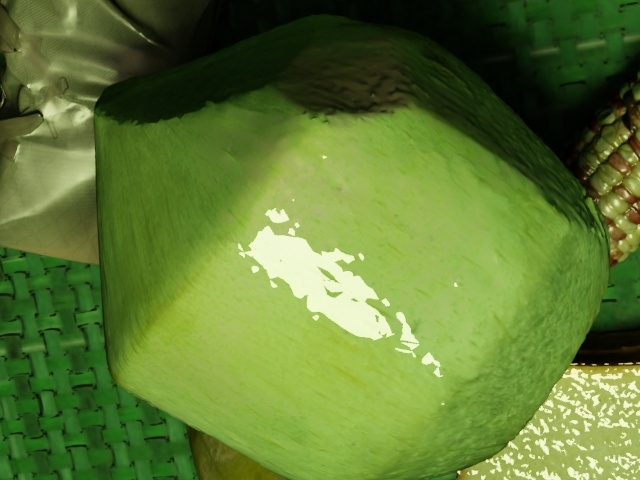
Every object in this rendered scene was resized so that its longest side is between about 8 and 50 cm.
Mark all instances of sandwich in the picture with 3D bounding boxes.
[{"bbox_3d":[0.198,0.151,1.231,0.214,0.065,0.186,-4,105,11],"label":"sandwich"}]

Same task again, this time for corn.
[{"bbox_3d":[0.232,-0.078,1.149,0.086,0.086,0.253,42,106,-4],"label":"corn"}]

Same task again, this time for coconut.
[{"bbox_3d":[0.000,0.000,1.085,0.328,0.328,0.281,32,88,-1],"label":"coconut"}]

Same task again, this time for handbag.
[{"bbox_3d":[-0.159,-0.100,1.188,0.182,0.117,0.270,6,109,-18],"label":"handbag"}]

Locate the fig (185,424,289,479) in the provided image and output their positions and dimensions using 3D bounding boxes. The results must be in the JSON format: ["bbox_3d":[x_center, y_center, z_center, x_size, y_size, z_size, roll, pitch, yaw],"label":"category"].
[{"bbox_3d":[-0.038,0.150,1.258,0.185,0.133,0.127,23,133,42],"label":"fig"}]
